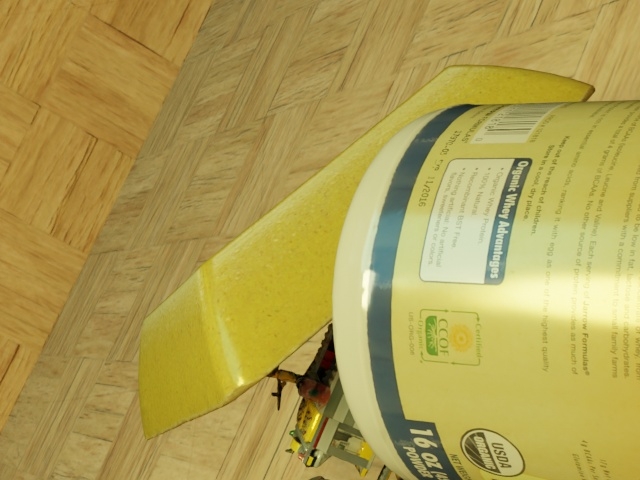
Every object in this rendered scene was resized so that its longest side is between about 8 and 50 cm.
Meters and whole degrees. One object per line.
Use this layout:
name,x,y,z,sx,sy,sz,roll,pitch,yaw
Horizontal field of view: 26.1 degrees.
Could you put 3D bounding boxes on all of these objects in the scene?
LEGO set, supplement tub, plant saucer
LEGO set,0.024,0.168,0.997,0.331,0.192,0.255,-102,37,-77
supplement tub,0.191,0.038,0.728,0.316,0.228,0.228,2,61,36
plant saucer,0.000,0.000,1.014,0.333,0.081,0.333,-40,1,-21
